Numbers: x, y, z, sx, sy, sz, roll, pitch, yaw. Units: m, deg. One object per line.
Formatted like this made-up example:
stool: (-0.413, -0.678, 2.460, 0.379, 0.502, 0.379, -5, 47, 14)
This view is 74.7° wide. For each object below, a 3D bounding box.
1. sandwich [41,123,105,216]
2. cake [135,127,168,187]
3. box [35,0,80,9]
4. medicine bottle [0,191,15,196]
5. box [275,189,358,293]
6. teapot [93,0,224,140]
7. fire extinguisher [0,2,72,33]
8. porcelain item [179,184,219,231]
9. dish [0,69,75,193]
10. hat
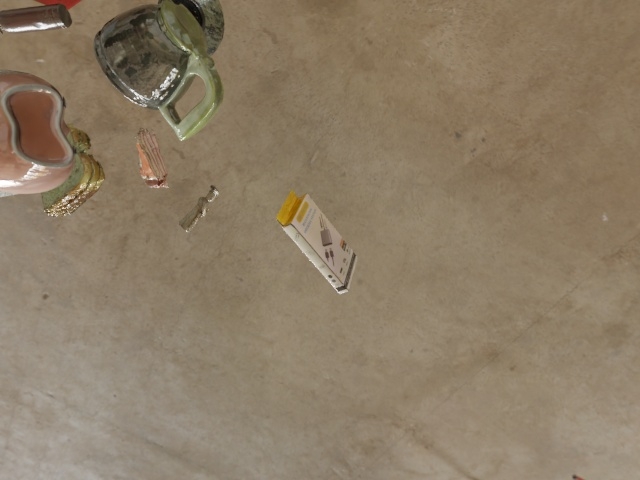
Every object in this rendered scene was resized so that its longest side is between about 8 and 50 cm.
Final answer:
sandwich: (-0.913, -0.256, 1.517, 0.249, 0.095, 0.273, -34, 71, 13)
cake: (-0.772, -0.369, 1.885, 0.135, 0.098, 0.287, 20, 125, 35)
box: (-1.021, -0.992, 1.586, 0.197, 0.313, 0.089, -27, 103, 10)
medicine bottle: (-0.644, -0.113, 0.767, 0.086, 0.183, 0.086, 16, 116, 35)
box: (0.000, 0.000, 0.985, 0.033, 0.129, 0.247, -24, 118, 33)
teapot: (-0.407, -0.459, 1.083, 0.239, 0.239, 0.321, -22, 76, 29)
fire extinguisher: (-0.957, -0.719, 1.379, 0.268, 0.089, 0.072, -3, 86, 6)
porcelain item: (-0.494, -0.134, 1.728, 0.213, 0.084, 0.054, -48, 140, 5)
dish: (-0.483, -0.182, 0.690, 0.090, 0.213, 0.213, -3, 119, 27)
hat: (-0.452, -0.728, 1.375, 0.128, 0.265, 0.265, 27, 124, 30)
